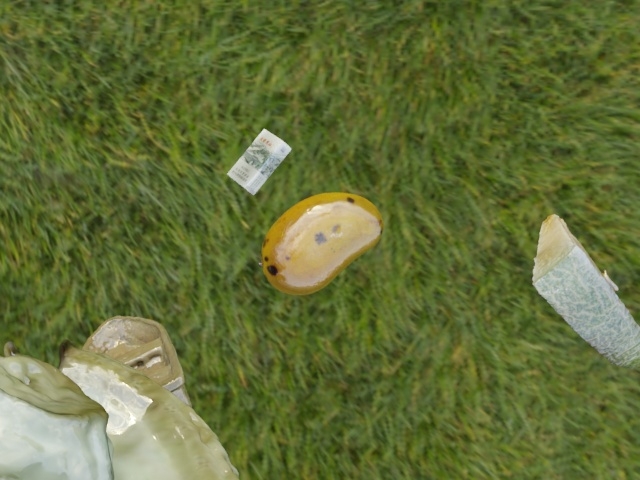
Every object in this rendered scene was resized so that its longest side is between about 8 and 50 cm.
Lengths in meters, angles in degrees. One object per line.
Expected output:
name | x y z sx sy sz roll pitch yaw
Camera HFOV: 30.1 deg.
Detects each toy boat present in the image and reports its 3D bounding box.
toy boat | -0.225 0.159 1.425 0.116 0.188 0.061 -25 122 -8

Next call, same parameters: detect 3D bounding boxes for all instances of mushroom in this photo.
mushroom | -0.136 0.164 0.568 0.164 0.267 0.189 33 92 7

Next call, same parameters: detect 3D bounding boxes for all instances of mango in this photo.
mango | -0.003 -0.002 1.624 0.178 0.090 0.115 -39 103 2

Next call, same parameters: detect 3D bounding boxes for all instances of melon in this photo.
melon | 0.268 0.065 1.132 0.054 0.098 0.182 -34 106 21

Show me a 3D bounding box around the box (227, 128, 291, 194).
box | -0.084 -0.108 1.634 0.083 0.054 0.024 -51 129 -2
